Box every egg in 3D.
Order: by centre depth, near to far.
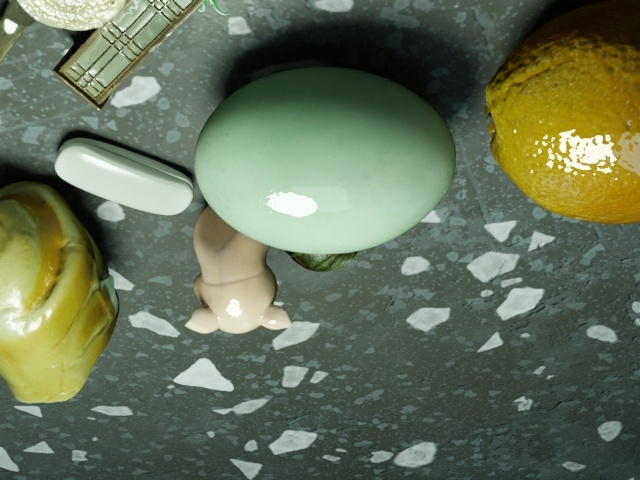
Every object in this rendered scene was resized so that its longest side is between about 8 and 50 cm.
[{"bbox_3d":[0.008,-0.118,1.292,0.388,0.276,0.276,-4,142,-6],"label":"egg"}]

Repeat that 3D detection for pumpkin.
[{"bbox_3d":[0.000,0.000,1.582,0.183,0.108,0.119,29,126,-36],"label":"pumpkin"}]

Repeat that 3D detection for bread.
[{"bbox_3d":[-0.300,-0.356,1.077,0.148,0.141,0.134,-28,139,29],"label":"bread"},{"bbox_3d":[-0.462,0.067,1.474,0.210,0.301,0.341,-6,137,0],"label":"bread"}]

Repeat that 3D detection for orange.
[{"bbox_3d":[0.414,-0.181,1.232,0.356,0.322,0.322,1,142,9],"label":"orange"}]

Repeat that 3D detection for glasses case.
[{"bbox_3d":[-0.324,-0.104,1.453,0.233,0.059,0.092,19,134,-26],"label":"glasses case"}]

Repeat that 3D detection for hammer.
[{"bbox_3d":[-0.517,-0.217,1.287,0.168,0.044,0.440,24,129,-30],"label":"hammer"}]

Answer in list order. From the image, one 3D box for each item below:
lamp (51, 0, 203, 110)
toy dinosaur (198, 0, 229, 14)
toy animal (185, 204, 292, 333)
[{"bbox_3d":[-0.227,-0.309,1.166,0.325,0.089,0.090,-34,116,32],"label":"lamp"},{"bbox_3d":[-0.161,-0.346,1.195,0.083,0.021,0.062,12,131,-8],"label":"toy dinosaur"},{"bbox_3d":[-0.143,0.041,1.499,0.166,0.250,0.154,-10,157,7],"label":"toy animal"}]
